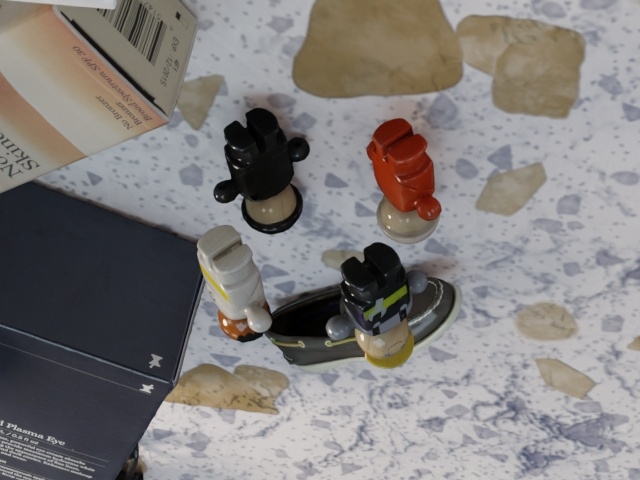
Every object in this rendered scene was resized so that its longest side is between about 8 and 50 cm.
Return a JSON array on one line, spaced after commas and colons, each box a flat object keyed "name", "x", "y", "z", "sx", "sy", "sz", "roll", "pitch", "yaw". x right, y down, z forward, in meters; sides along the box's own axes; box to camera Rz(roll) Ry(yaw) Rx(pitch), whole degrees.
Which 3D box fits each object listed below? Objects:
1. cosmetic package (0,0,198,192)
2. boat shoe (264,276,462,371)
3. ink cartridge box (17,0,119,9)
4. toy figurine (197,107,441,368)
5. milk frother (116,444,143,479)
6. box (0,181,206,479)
[{"name": "cosmetic package", "x": -0.271, "y": -0.143, "z": 1.300, "sx": 0.296, "sy": 0.129, "sz": 0.153, "roll": -19, "pitch": 133, "yaw": 34}, {"name": "boat shoe", "x": 0.039, "y": 0.080, "z": 1.542, "sx": 0.227, "sy": 0.081, "sz": 0.068, "roll": -20, "pitch": 136, "yaw": 37}, {"name": "ink cartridge box", "x": -0.272, "y": -0.292, "z": 1.097, "sx": 0.278, "sy": 0.117, "sz": 0.201, "roll": 6, "pitch": 128, "yaw": 7}, {"name": "toy figurine", "x": 0.000, "y": 0.000, "z": 1.351, "sx": 0.213, "sy": 0.210, "sz": 0.148, "roll": 4, "pitch": 147, "yaw": 10}, {"name": "milk frother", "x": -0.298, "y": 0.303, "z": 1.910, "sx": 0.134, "sy": 0.129, "sz": 0.143, "roll": 9, "pitch": 99, "yaw": 3}, {"name": "box", "x": -0.332, "y": 0.097, "z": 1.577, "sx": 0.343, "sy": 0.179, "sz": 0.312, "roll": 21, "pitch": 142, "yaw": -12}]
